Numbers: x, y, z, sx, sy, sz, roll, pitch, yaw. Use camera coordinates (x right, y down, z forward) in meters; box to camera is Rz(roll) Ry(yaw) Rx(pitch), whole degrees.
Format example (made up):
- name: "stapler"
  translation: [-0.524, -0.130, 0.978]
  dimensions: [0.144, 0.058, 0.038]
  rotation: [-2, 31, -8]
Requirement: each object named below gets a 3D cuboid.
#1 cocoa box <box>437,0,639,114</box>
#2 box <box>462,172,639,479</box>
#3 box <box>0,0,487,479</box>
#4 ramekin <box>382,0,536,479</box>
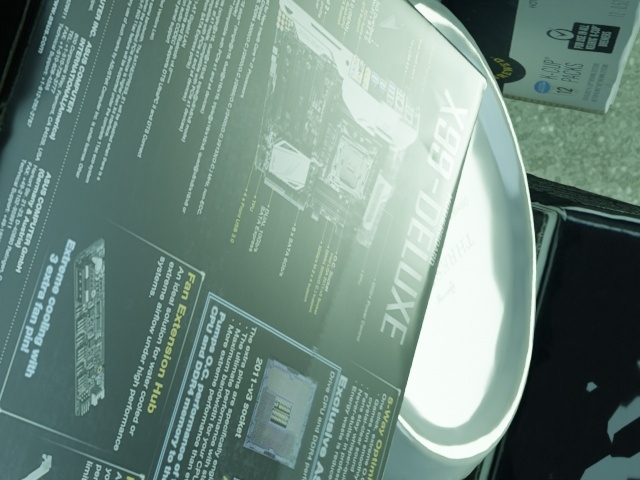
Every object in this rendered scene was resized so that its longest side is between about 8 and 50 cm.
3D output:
- name: "cocoa box"
  translation: [0.061, -0.234, 0.874]
  dimensions: [0.347, 0.228, 0.231]
  rotation: [82, 19, -76]
- name: "box"
  translation: [0.095, 0.187, 1.308]
  dimensions: [0.472, 0.297, 0.480]
  rotation: [24, -79, 62]
- name: "box"
  translation: [-0.062, 0.039, 0.563]
  dimensions: [0.242, 0.076, 0.307]
  rotation: [33, 69, -56]
- name: "ramekin"
  translation: [0.000, 0.000, 0.843]
  dimensions: [0.273, 0.127, 0.272]
  rotation: [24, 62, -57]
